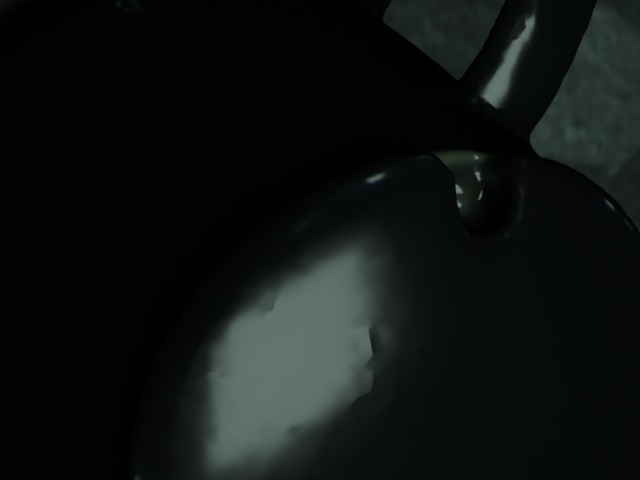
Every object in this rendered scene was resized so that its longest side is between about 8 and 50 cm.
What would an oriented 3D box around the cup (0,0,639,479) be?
[{"bbox_3d":[0.000,0.000,0.487,0.169,0.176,0.223,26,97,-33],"label":"cup"}]
